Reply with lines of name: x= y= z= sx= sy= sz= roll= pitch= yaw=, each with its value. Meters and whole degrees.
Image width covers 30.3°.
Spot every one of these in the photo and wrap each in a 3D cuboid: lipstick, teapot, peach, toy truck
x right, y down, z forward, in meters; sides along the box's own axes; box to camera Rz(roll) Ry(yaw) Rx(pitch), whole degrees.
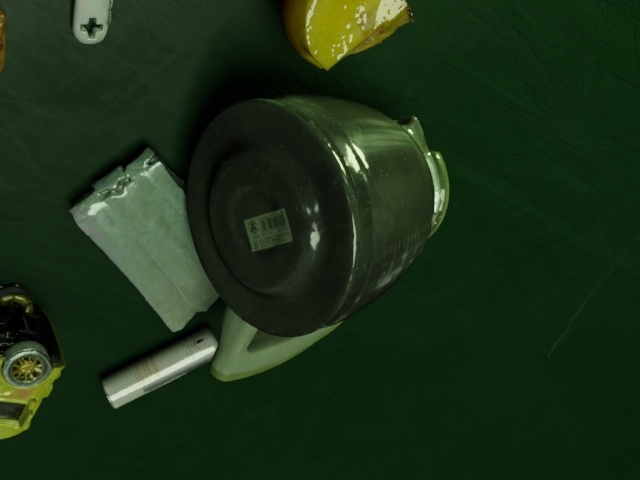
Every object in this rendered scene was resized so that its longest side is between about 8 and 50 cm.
lipstick: x=-0.185 y=0.148 z=1.377 sx=0.141 sy=0.040 sz=0.040 roll=-26 pitch=131 yaw=-8
teapot: x=0.017 y=0.000 z=1.237 sx=0.239 sy=0.239 sz=0.322 roll=-15 pitch=111 yaw=-44
peach: x=0.020 y=-0.239 z=1.149 sx=0.151 sy=0.118 sz=0.151 roll=-32 pitch=170 yaw=-6
toy truck: x=-0.411 y=0.125 z=1.194 sx=0.272 sy=0.124 sz=0.157 roll=13 pitch=116 yaw=-32

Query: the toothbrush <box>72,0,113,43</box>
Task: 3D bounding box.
toothbrush: x=-0.187 y=-0.361 z=1.018 sx=0.042 sy=0.040 sz=0.418 roll=-3 pitch=129 yaw=-21

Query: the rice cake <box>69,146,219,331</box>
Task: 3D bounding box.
rice cake: x=-0.173 y=0.000 z=1.277 sx=0.124 sy=0.038 sz=0.211 roll=-38 pitch=131 yaw=4

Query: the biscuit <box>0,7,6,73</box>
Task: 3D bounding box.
biscuit: x=-0.436 y=-0.165 z=1.006 sx=0.334 sy=0.081 sz=0.289 roll=-3 pitch=123 yaw=-22
